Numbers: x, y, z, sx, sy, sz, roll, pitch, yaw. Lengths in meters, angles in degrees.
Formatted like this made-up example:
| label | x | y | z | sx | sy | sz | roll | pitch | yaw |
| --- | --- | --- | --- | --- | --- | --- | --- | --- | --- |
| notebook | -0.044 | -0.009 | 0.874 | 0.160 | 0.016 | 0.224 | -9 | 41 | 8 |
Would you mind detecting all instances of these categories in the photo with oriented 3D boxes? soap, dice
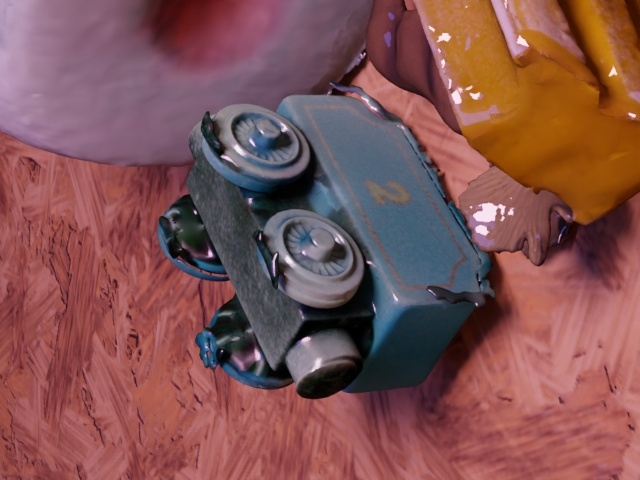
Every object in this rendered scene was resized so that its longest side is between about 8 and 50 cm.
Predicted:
| label | x | y | z | sx | sy | sz | roll | pitch | yaw |
| --- | --- | --- | --- | --- | --- | --- | --- | --- | --- |
| soap | 0.120 | -0.139 | 0.706 | 0.080 | 0.160 | 0.258 | -42 | 58 | 51 |
| dice | -0.122 | -0.226 | 0.948 | 0.262 | 0.268 | 0.265 | 56 | 134 | 36 |

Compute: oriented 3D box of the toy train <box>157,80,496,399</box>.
| label | x | y | z | sx | sy | sz | roll | pitch | yaw |
| --- | --- | --- | --- | --- | --- | --- | --- | --- | --- |
| toy train | 0.000 | 0.000 | 0.878 | 0.112 | 0.163 | 0.203 | -58 | 47 | 41 |

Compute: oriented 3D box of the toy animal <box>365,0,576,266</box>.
| label | x | y | z | sx | sy | sz | roll | pitch | yaw |
| --- | --- | --- | --- | --- | --- | --- | --- | --- | --- |
| toy animal | 0.096 | -0.090 | 0.817 | 0.214 | 0.093 | 0.186 | 33 | 114 | 57 |
